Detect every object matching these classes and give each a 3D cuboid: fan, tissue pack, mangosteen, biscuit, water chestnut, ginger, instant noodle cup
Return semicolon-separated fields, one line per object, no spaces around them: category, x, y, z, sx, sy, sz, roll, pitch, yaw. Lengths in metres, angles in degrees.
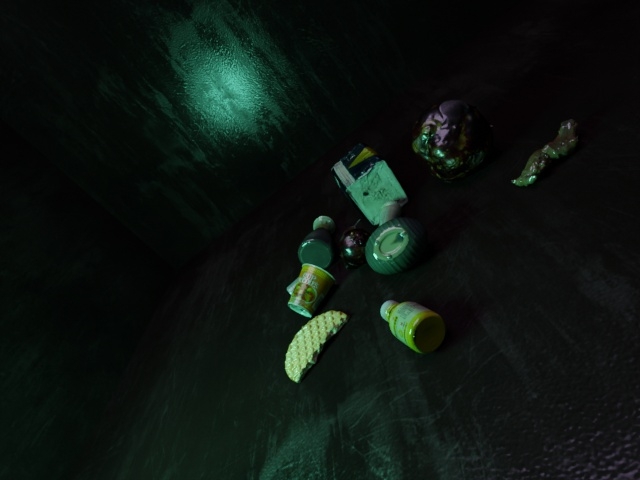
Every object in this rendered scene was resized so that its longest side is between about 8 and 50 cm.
fan;0.159;-0.060;2.068;0.133;0.005;0.085;-48;23;-10
tissue pack;0.233;-0.286;2.018;0.253;0.264;0.416;-37;23;10
mangosteen;0.157;0.042;1.723;0.172;0.173;0.183;-90;6;-51
biscuit;-0.037;0.380;1.553;0.309;0.040;0.205;-49;24;-18
water chestnut;0.569;-0.414;1.738;0.336;0.347;0.334;-5;81;35
ginger;0.791;-0.296;1.407;0.290;0.084;0.122;-47;1;-2
instant noodle cup;-0.047;0.219;1.733;0.168;0.168;0.184;-6;50;55

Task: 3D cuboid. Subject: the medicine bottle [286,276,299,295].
medicine bottle;-0.084;0.207;1.886;0.130;0.080;0.080;-43;23;-2

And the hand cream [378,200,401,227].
hand cream;0.283;-0.060;1.739;0.093;0.147;0.305;14;41;10

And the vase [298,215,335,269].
vase;0.000;0.000;2.038;0.173;0.173;0.321;-32;18;22

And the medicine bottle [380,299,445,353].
medicine bottle;0.260;0.241;1.219;0.122;0.122;0.212;-46;23;-9

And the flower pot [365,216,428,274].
flower pot;0.276;0.019;1.495;0.243;0.189;0.157;-41;-20;14
